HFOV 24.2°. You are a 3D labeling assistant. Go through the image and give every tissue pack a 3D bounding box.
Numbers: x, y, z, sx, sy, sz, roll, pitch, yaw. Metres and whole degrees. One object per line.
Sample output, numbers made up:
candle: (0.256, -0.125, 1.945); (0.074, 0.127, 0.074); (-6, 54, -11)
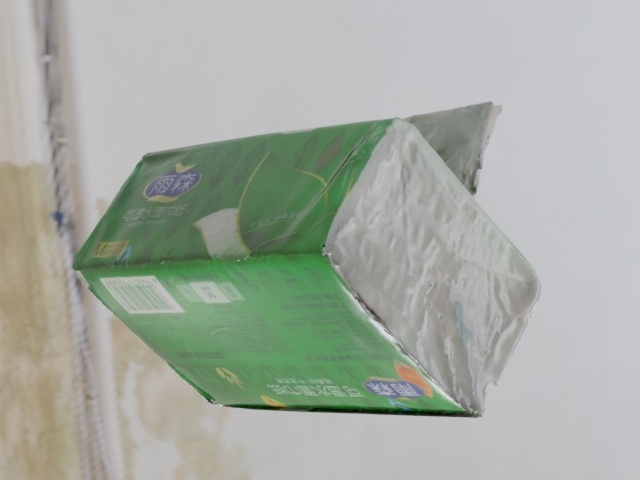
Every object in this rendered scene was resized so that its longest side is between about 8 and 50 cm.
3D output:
tissue pack: (0.002, 0.001, 0.834); (0.148, 0.209, 0.156); (49, -125, -29)
